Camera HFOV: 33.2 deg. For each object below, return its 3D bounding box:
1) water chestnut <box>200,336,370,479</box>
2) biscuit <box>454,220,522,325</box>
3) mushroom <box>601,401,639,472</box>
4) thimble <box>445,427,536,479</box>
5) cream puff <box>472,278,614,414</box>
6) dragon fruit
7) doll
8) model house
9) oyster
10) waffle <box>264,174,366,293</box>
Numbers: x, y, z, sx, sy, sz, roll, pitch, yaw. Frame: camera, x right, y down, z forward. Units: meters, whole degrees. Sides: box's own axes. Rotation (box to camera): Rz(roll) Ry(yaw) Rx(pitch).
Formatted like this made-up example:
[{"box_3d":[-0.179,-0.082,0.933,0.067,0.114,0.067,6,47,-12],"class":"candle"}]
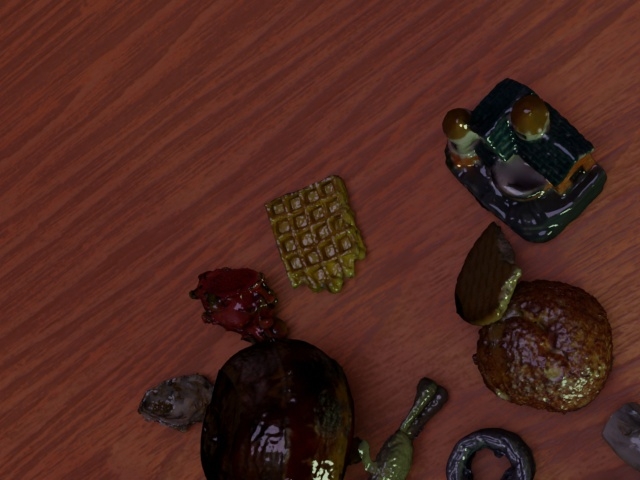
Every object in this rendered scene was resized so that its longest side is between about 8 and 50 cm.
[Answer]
[{"box_3d":[-0.050,0.343,1.912,0.302,0.350,0.350,12,88,-20],"class":"water chestnut"},{"box_3d":[0.296,0.055,1.861,0.031,0.176,0.228,34,58,-18],"class":"biscuit"},{"box_3d":[0.548,0.372,1.752,0.223,0.092,0.081,65,146,38],"class":"mushroom"},{"box_3d":[0.297,0.398,1.861,0.150,0.098,0.150,-2,83,20],"class":"thimble"},{"box_3d":[0.378,0.178,1.828,0.240,0.164,0.240,-2,85,25],"class":"cream puff"},{"box_3d":[-0.143,0.126,2.032,0.208,0.133,0.150,39,138,-8],"class":"dragon fruit"},{"box_3d":[0.125,0.378,1.879,0.091,0.203,0.286,16,93,38],"class":"doll"},{"box_3d":[0.328,-0.154,1.813,0.190,0.301,0.271,-44,72,3],"class":"model house"},{"box_3d":[-0.281,0.321,2.094,0.177,0.056,0.105,-17,67,16],"class":"oyster"},{"box_3d":[0.000,0.000,2.029,0.160,0.055,0.211,-23,76,17],"class":"waffle"}]
